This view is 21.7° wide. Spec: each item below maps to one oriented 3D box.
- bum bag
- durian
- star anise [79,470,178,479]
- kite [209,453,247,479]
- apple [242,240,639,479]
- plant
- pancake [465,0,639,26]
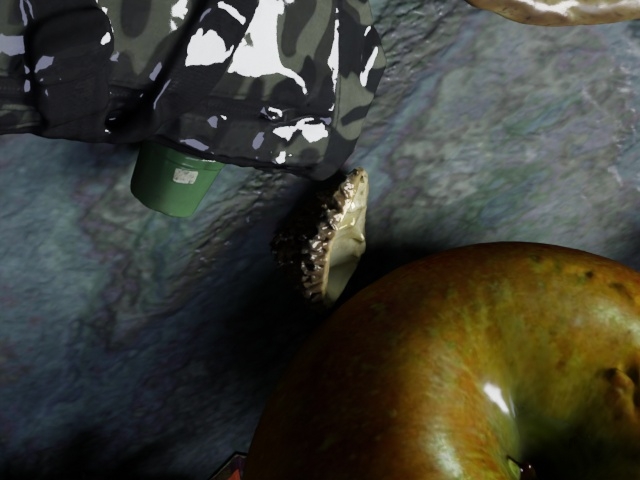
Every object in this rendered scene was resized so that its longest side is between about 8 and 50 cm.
[{"bbox_3d":[-0.104,-0.105,0.792,0.340,0.095,0.144,4,112,-32],"label":"bum bag"},{"bbox_3d":[0.007,0.007,1.054,0.066,0.052,0.130,-15,145,-16],"label":"durian"},{"bbox_3d":[-0.165,0.231,1.214,0.223,0.109,0.236,8,148,-45],"label":"star anise"},{"bbox_3d":[-0.060,0.199,1.316,0.222,0.008,0.125,-17,145,-9],"label":"kite"},{"bbox_3d":[0.124,0.200,1.092,0.374,0.384,0.374,-3,150,-2],"label":"apple"},{"bbox_3d":[-0.069,-0.064,0.919,0.051,0.051,0.102,8,122,-37],"label":"plant"},{"bbox_3d":[0.170,-0.203,0.882,0.250,0.031,0.250,-15,144,-11],"label":"pancake"}]
